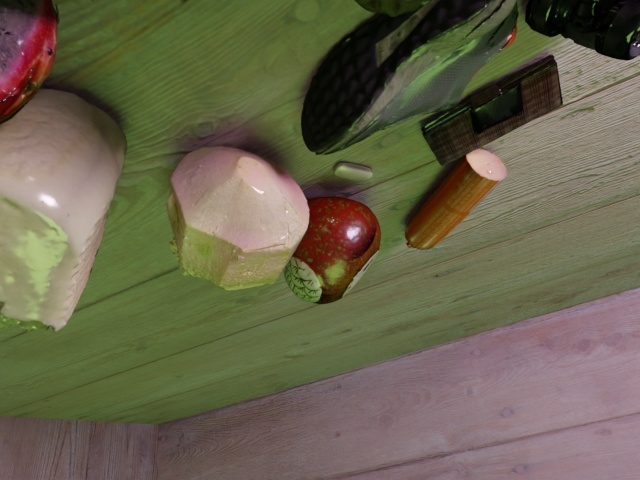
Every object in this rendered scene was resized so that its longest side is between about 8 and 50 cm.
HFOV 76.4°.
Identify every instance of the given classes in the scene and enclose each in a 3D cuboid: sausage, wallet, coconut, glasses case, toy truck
[{"bbox_3d":[0.278,-0.068,0.915,0.093,0.093,0.312,1,148,-20],"label":"sausage"},{"bbox_3d":[0.302,-0.220,0.722,0.230,0.042,0.124,-24,149,24],"label":"wallet"},{"bbox_3d":[-0.143,-0.039,0.690,0.233,0.233,0.245,-1,148,-18],"label":"coconut"},{"bbox_3d":[0.065,-0.134,0.801,0.083,0.021,0.032,6,146,-27],"label":"glasses case"},{"bbox_3d":[0.351,-0.338,0.469,0.165,0.147,0.224,-42,141,4],"label":"toy truck"}]

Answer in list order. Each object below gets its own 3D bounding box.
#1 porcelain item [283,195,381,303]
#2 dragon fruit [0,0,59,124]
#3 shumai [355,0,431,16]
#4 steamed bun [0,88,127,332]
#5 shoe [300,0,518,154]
[{"bbox_3d":[0.000,0.000,0.863,0.253,0.253,0.253,-8,149,-5],"label":"porcelain item"},{"bbox_3d":[-0.411,-0.189,0.322,0.226,0.305,0.305,-15,152,34],"label":"dragon fruit"},{"bbox_3d":[0.095,-0.305,0.354,0.189,0.218,0.256,-3,149,3],"label":"shumai"},{"bbox_3d":[-0.419,-0.058,0.526,0.272,0.290,0.273,16,122,-29],"label":"steamed bun"},{"bbox_3d":[0.128,-0.230,0.583,0.336,0.132,0.171,-34,152,28],"label":"shoe"}]
